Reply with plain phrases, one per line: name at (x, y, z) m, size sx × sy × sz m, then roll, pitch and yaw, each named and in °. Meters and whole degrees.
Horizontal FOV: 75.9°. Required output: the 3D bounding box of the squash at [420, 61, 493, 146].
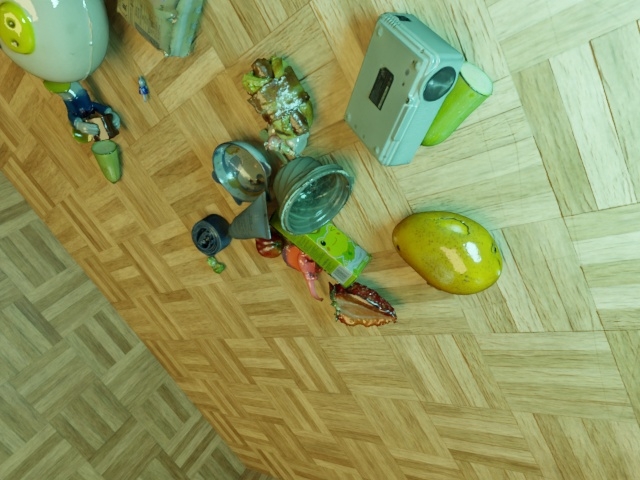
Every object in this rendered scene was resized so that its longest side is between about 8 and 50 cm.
squash at (0.264, -0.274, 0.867) m, size 0.095 × 0.095 × 0.188 m, roll 43°, pitch 141°, yaw 0°

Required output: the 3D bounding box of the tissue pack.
tissue pack at (-0.414, -0.634, 1.053) m, size 0.215 × 0.123 × 0.257 m, roll 45°, pitch 137°, yaw 0°

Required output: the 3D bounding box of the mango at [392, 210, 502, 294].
mango at (0.306, 0.018, 1.028) m, size 0.291 × 0.160 × 0.190 m, roll 25°, pitch 142°, yaw 32°

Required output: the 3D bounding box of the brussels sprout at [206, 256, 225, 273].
brussels sprout at (-0.442, 0.103, 1.729) m, size 0.083 × 0.046 × 0.051 m, roll 45°, pitch 142°, yaw 12°

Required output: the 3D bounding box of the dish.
dish at (-0.226, -0.215, 1.277) m, size 0.237 × 0.086 × 0.227 m, roll 20°, pitch 134°, yaw 22°

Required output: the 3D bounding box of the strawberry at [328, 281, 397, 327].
strawberry at (0.139, 0.193, 1.329) m, size 0.228 × 0.098 × 0.174 m, roll -5°, pitch 121°, yaw 35°

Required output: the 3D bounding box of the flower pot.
flower pot at (-0.040, -0.139, 1.129) m, size 0.140 × 0.236 × 0.235 m, roll 51°, pitch 142°, yaw 25°

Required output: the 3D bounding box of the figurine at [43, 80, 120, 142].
figurine at (-0.855, -0.479, 1.511) m, size 0.283 × 0.204 × 0.338 m, roll 45°, pitch 150°, yaw -13°

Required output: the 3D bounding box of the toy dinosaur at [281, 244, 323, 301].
toy dinosaur at (-0.067, 0.098, 1.406) m, size 0.139 × 0.070 × 0.285 m, roll 8°, pitch 129°, yaw 18°

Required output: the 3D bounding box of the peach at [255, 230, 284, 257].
peach at (-0.179, 0.016, 1.425) m, size 0.101 × 0.100 × 0.100 m, roll 20°, pitch 133°, yaw 23°

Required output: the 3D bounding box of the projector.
projector at (0.155, -0.306, 0.856) m, size 0.192 × 0.099 × 0.256 m, roll 57°, pitch 145°, yaw 29°

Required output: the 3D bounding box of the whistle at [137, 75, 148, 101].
whistle at (-0.588, -0.501, 1.359) m, size 0.033 × 0.029 × 0.083 m, roll -127°, pitch 31°, yaw -49°

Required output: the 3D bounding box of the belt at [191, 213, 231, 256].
belt at (-0.426, -0.016, 1.587) m, size 0.141 × 0.082 × 0.190 m, roll 51°, pitch 136°, yaw -1°

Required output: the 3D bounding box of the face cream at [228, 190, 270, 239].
face cream at (-0.225, -0.054, 1.320) m, size 0.385 × 0.087 × 0.135 m, roll 167°, pitch 97°, yaw -66°

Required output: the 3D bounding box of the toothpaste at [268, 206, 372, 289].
toothpaste at (0.000, 0.000, 1.264) m, size 0.327 × 0.110 × 0.077 m, roll 40°, pitch 140°, yaw 3°

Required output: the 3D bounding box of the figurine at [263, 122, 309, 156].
figurine at (-0.115, -0.293, 1.123) m, size 0.146 × 0.098 × 0.081 m, roll 30°, pitch 149°, yaw 11°

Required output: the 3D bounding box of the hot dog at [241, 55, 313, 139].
hot dog at (-0.097, -0.357, 1.030) m, size 0.213 × 0.146 × 0.103 m, roll 49°, pitch 164°, yaw -13°

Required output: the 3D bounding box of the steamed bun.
steamed bun at (-0.780, -0.649, 1.176) m, size 0.334 × 0.334 × 0.373 m, roll 33°, pitch 131°, yaw 10°

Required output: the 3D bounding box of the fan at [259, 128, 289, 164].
fan at (-0.114, -0.249, 1.219) m, size 0.193 × 0.016 × 0.038 m, roll 52°, pitch 140°, yaw -9°

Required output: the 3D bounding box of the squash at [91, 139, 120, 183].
squash at (-0.869, -0.308, 1.693) m, size 0.094 × 0.094 × 0.224 m, roll 33°, pitch 145°, yaw 10°
